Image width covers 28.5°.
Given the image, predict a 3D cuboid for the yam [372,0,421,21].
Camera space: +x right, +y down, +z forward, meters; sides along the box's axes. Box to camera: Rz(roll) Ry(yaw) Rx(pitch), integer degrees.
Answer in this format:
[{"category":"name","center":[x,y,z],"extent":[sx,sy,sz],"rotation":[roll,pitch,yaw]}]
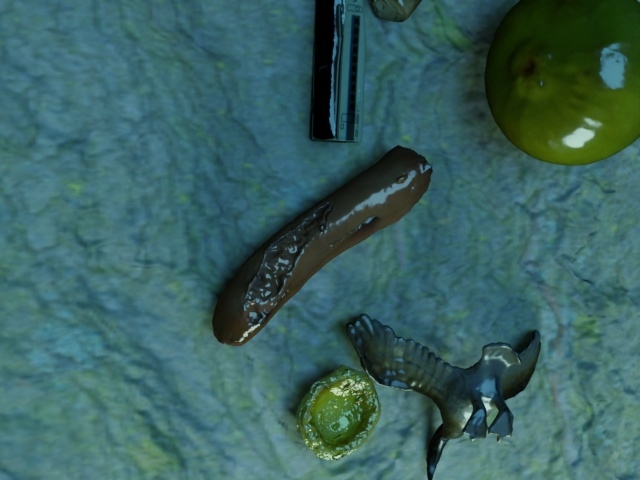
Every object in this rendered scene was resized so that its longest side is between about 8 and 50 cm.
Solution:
[{"category":"yam","center":[0.141,-0.340,1.401],"extent":[0.057,0.057,0.241],"rotation":[42,74,-23]}]

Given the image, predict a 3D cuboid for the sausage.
[{"category":"sausage","center":[0.000,0.000,1.338],"extent":[0.304,0.078,0.078],"rotation":[-38,109,-18]}]

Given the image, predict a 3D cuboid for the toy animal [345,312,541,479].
[{"category":"toy animal","center":[0.149,0.182,1.395],"extent":[0.273,0.160,0.197],"rotation":[13,89,-20]}]

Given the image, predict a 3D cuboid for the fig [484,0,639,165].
[{"category":"fig","center":[0.292,-0.192,1.410],"extent":[0.230,0.207,0.207],"rotation":[-35,110,-52]}]

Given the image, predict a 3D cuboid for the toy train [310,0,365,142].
[{"category":"toy train","center":[0.024,-0.231,1.346],"extent":[0.048,0.055,0.251],"rotation":[1,93,-27]}]

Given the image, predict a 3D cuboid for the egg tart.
[{"category":"egg tart","center":[0.016,0.187,1.375],"extent":[0.105,0.039,0.105],"rotation":[-2,94,-27]}]
